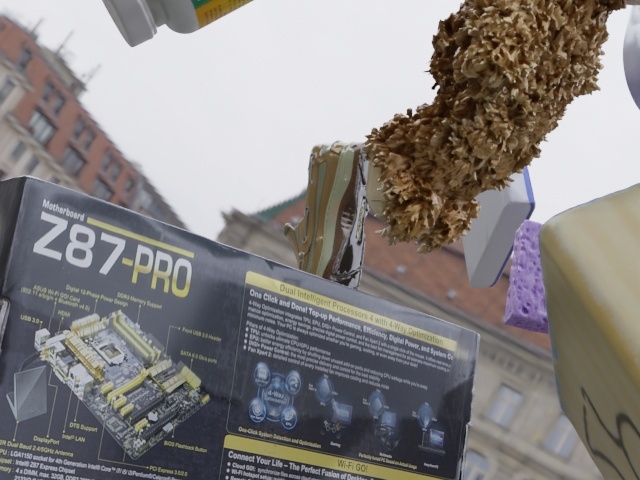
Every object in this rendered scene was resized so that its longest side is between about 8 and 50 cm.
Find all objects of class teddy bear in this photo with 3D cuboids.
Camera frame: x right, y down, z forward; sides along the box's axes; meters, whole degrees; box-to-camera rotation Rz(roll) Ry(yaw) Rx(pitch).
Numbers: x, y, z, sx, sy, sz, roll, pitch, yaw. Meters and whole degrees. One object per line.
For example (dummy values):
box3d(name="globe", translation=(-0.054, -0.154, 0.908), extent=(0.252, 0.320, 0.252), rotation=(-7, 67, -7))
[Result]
box3d(name="teddy bear", translation=(0.155, -0.127, 0.807), extent=(0.113, 0.338, 0.245), rotation=(38, -6, 27))

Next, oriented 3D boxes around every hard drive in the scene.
box3d(name="hard drive", translation=(0.216, -0.126, 1.465), extent=(0.040, 0.318, 0.210), rotation=(0, -31, -8))

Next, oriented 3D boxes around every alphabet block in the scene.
box3d(name="alphabet block", translation=(0.256, 0.080, 0.625), extent=(0.197, 0.193, 0.192), rotation=(-113, -178, -45))

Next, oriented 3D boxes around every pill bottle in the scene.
box3d(name="pill bottle", translation=(-0.119, -0.280, 1.097), extent=(0.117, 0.208, 0.117), rotation=(58, -9, 15))

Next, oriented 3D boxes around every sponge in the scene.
box3d(name="sponge", translation=(0.301, 0.056, 1.140), extent=(0.210, 0.117, 0.031), rotation=(14, -31, -3))

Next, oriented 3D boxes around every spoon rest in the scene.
box3d(name="spoon rest", translation=(0.444, -0.293, 1.398), extent=(0.084, 0.276, 0.137), rotation=(29, -24, -24))

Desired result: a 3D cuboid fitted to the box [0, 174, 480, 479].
box3d(name="box", translation=(-0.066, 0.168, 0.689), extent=(0.395, 0.318, 0.097), rotation=(20, -17, -41))

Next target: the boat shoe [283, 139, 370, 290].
box3d(name="boat shoe", translation=(0.000, 0.000, 1.008), extent=(0.072, 0.190, 0.068), rotation=(6, -17, 24))
